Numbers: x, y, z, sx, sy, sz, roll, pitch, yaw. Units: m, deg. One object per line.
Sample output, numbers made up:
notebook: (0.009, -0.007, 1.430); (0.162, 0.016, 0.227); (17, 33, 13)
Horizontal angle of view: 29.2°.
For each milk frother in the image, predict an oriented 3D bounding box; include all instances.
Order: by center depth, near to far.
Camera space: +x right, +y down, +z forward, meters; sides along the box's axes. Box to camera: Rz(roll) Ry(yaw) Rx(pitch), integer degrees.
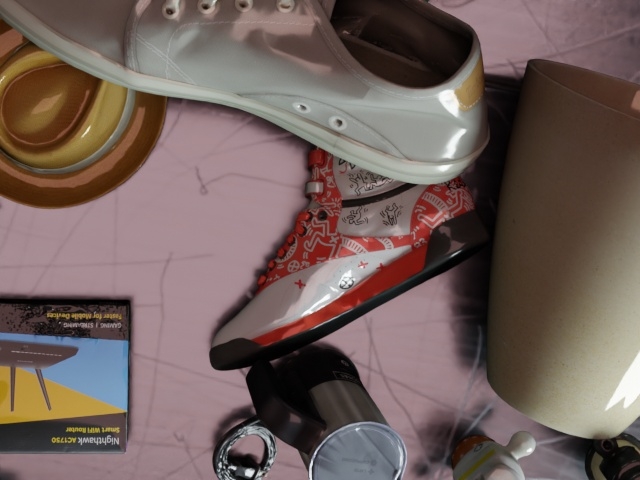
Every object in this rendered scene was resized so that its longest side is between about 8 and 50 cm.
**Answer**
milk frother: (-0.015, 0.182, 1.055); (0.129, 0.135, 0.143); (10, 108, -19)

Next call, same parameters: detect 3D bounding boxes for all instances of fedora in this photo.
fedora: (-0.227, -0.121, 1.055); (0.194, 0.079, 0.194); (0, 92, -6)

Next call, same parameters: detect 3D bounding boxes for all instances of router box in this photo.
router box: (-0.257, 0.118, 1.079); (0.178, 0.046, 0.133); (1, 93, -6)

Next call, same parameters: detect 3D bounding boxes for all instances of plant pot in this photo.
plant pot: (0.249, 0.020, 1.042); (0.256, 0.256, 0.274); (17, 107, -6)

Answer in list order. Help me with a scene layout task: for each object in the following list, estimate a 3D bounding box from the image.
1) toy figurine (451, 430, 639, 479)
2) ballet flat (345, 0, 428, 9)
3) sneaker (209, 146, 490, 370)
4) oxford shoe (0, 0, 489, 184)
toy figurine: (0.203, 0.270, 1.087); (0.209, 0.148, 0.213); (2, 95, 0)
ballet flat: (0.121, -0.288, 1.064); (0.280, 0.095, 0.096); (-40, 127, -3)
sneaker: (0.001, 0.000, 1.084); (0.270, 0.090, 0.145); (-28, 78, 7)
oxford shoe: (-0.064, -0.185, 1.002); (0.449, 0.130, 0.169); (21, 49, 3)
